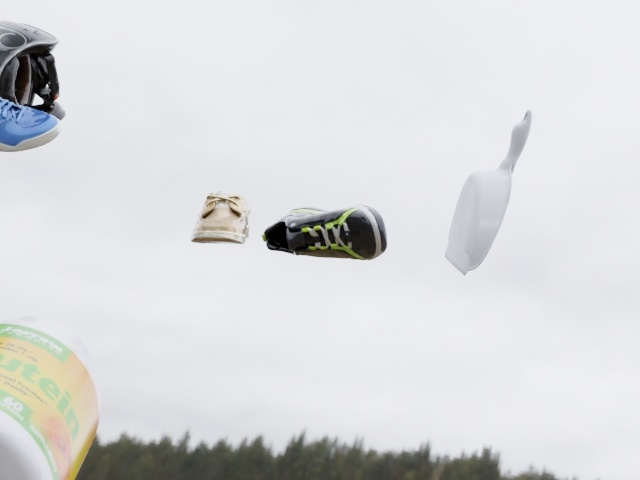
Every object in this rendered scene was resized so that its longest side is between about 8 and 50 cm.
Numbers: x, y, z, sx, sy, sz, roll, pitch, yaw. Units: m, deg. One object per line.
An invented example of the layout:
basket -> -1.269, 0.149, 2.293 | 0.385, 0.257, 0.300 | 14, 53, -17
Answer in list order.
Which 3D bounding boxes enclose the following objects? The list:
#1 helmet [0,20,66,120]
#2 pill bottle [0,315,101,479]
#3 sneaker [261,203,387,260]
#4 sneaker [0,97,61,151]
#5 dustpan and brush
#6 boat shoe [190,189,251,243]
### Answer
helmet -> -0.441, -0.227, 1.430 | 0.162, 0.169, 0.169 | 20, -13, 34
pill bottle -> -0.235, 0.136, 0.744 | 0.136, 0.136, 0.245 | 17, 11, -5
sneaker -> 0.000, 0.000, 1.519 | 0.097, 0.084, 0.235 | -23, 14, -36
sneaker -> -0.362, -0.146, 1.119 | 0.152, 0.058, 0.084 | 3, -53, 6
dustpan and brush -> 0.217, -0.065, 1.300 | 0.060, 0.211, 0.147 | 10, 9, -6
boat shoe -> -0.110, -0.027, 1.148 | 0.063, 0.059, 0.170 | 3, 4, -1
